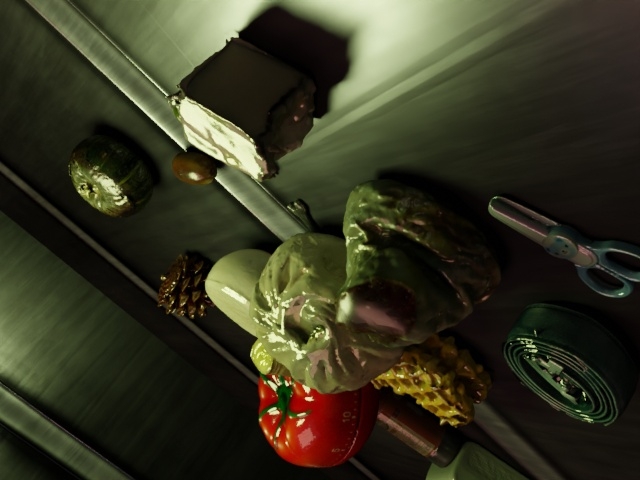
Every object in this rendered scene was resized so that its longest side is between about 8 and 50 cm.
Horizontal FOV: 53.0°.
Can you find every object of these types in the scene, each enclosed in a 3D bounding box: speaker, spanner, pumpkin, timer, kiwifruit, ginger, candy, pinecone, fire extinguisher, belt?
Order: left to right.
[{"bbox_3d":[-0.546,-0.160,1.665,0.237,0.159,0.238,32,154,18],"label":"pumpkin"},{"bbox_3d":[-0.403,0.148,1.983,0.207,0.208,0.208,28,153,15],"label":"pinecone"},{"bbox_3d":[-0.287,-0.164,1.453,0.124,0.075,0.075,19,150,38],"label":"kiwifruit"},{"bbox_3d":[-0.124,-0.211,1.052,0.195,0.185,0.137,30,149,11],"label":"candy"},{"bbox_3d":[-0.035,0.287,1.565,0.262,0.117,0.109,12,174,-27],"label":"ginger"},{"bbox_3d":[-0.007,0.436,1.795,0.279,0.379,0.378,7,171,-33],"label":"timer"},{"bbox_3d":[0.000,0.000,1.448,0.054,0.015,0.255,9,144,46],"label":"spanner"},{"bbox_3d":[0.230,0.550,1.970,0.376,0.113,0.200,36,142,-2],"label":"fire extinguisher"},{"bbox_3d":[0.538,0.784,1.947,0.406,0.183,0.184,34,149,3],"label":"speaker"},{"bbox_3d":[0.460,0.228,1.170,0.267,0.116,0.206,47,155,-17],"label":"belt"}]

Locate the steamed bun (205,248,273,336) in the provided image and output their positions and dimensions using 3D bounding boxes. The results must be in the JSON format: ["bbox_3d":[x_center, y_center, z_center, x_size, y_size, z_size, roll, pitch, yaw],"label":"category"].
[{"bbox_3d":[-0.147,0.131,1.656,0.282,0.177,0.283,32,158,15],"label":"steamed bun"}]

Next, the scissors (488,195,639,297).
[{"bbox_3d":[0.375,0.003,0.987,0.256,0.030,0.125,30,152,7],"label":"scissors"}]

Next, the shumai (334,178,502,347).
[{"bbox_3d":[0.138,0.082,1.141,0.309,0.263,0.304,23,150,23],"label":"shumai"}]

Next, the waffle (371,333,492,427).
[{"bbox_3d":[0.239,0.311,1.543,0.324,0.151,0.261,21,154,24],"label":"waffle"}]

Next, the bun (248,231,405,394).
[{"bbox_3d":[0.010,0.167,1.370,0.359,0.211,0.360,10,112,26],"label":"bun"}]

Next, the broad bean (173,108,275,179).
[{"bbox_3d":[-0.197,-0.204,1.306,0.256,0.052,0.053,35,-164,-6],"label":"broad bean"}]
